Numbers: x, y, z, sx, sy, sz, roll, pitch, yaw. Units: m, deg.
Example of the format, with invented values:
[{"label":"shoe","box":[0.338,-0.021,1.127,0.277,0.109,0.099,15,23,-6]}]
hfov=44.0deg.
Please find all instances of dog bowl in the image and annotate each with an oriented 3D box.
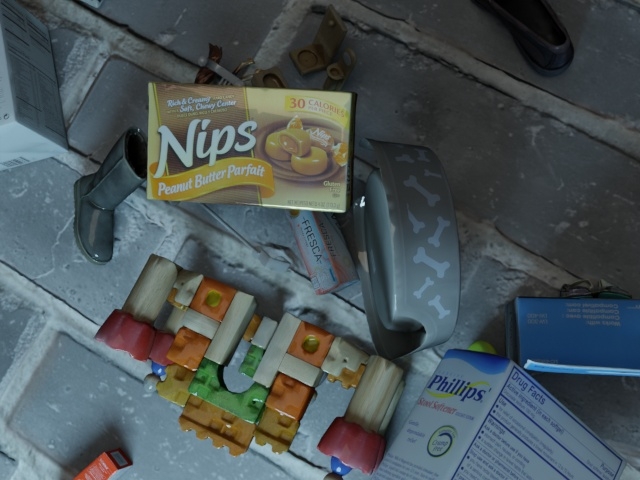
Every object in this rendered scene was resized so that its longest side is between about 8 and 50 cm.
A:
[{"label":"dog bowl","box":[0.127,0.011,1.224,0.102,0.349,0.348,-5,80,-5]}]

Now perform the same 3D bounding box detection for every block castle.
[{"label":"block castle","box":[-0.100,0.219,1.237,0.454,0.303,0.212,24,79,11]}]

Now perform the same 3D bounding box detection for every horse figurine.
[{"label":"horse figurine","box":[-0.147,-0.225,1.433,0.174,0.066,0.263,-38,83,0]}]

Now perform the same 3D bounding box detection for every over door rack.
[{"label":"over door rack","box":[-0.138,-0.134,1.328,0.324,0.108,0.239,36,103,17]}]

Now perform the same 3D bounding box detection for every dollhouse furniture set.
[{"label":"dollhouse furniture set","box":[-0.024,-0.295,1.368,0.151,0.123,0.144,-25,78,-24]}]

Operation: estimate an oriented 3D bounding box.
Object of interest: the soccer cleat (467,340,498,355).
[{"label":"soccer cleat","box":[0.293,0.306,1.283,0.121,0.093,0.288,-1,74,-22]}]

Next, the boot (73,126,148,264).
[{"label":"boot","box":[-0.356,-0.074,1.386,0.209,0.076,0.189,-24,77,38]}]

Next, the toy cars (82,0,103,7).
[{"label":"toy cars","box":[-0.333,-0.594,1.510,0.394,0.087,0.176,-23,78,5]}]

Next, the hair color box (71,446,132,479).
[{"label":"hair color box","box":[-0.399,0.422,1.365,0.141,0.072,0.043,-42,78,0]}]

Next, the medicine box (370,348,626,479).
[{"label":"medicine box","box":[0.235,0.343,1.095,0.263,0.149,0.289,41,72,-20]}]

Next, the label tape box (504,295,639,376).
[{"label":"label tape box","box":[0.405,0.137,1.145,0.249,0.347,0.115,1,81,9]}]

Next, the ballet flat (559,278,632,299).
[{"label":"ballet flat","box":[0.453,0.082,1.306,0.115,0.041,0.041,-1,81,8]}]

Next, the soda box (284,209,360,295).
[{"label":"soda box","box":[0.000,0.000,1.367,0.058,0.063,0.183,-29,76,36]}]

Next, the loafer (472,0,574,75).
[{"label":"loafer","box":[0.340,-0.426,1.375,0.109,0.095,0.302,-35,78,2]}]

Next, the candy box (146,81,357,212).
[{"label":"candy box","box":[-0.107,-0.147,1.231,0.317,0.087,0.182,5,100,9]}]

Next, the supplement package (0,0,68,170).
[{"label":"supplement package","box":[-0.612,-0.283,1.446,0.200,0.198,0.262,-14,79,7]}]
